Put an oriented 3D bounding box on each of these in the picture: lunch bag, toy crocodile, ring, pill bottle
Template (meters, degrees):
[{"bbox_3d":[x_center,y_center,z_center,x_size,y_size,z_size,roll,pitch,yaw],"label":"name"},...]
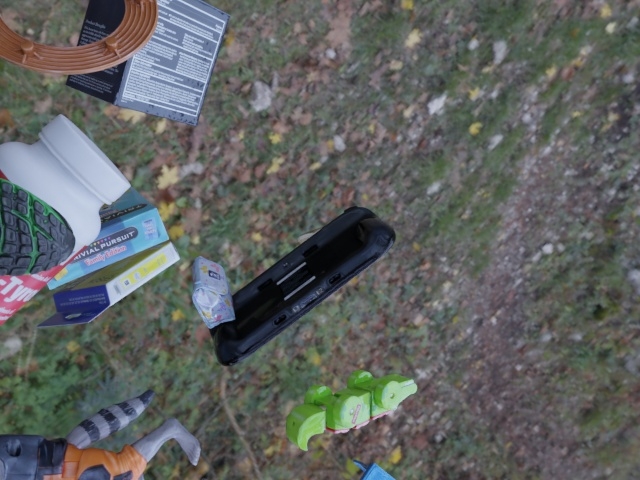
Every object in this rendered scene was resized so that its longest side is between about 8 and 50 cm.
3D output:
[{"bbox_3d":[-0.159,0.072,1.013,0.053,0.071,0.083,-22,127,4],"label":"lunch bag"},{"bbox_3d":[0.073,0.350,1.480,0.341,0.115,0.105,-8,100,-44],"label":"toy crocodile"},{"bbox_3d":[-0.466,-0.434,1.262,0.337,0.336,0.032,-36,163,-28],"label":"ring"},{"bbox_3d":[-0.543,-0.021,1.218,0.408,0.229,0.229,-43,162,-4],"label":"pill bottle"}]

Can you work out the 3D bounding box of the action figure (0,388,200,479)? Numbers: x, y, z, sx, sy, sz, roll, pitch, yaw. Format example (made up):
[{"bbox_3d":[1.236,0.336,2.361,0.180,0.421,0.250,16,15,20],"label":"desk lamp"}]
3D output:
[{"bbox_3d":[-0.367,0.295,0.873,0.330,0.178,0.341,2,163,-38],"label":"action figure"}]

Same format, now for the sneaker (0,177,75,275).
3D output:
[{"bbox_3d":[-0.506,-0.053,0.997,0.146,0.344,0.134,-46,156,-79],"label":"sneaker"}]

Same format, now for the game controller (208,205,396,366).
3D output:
[{"bbox_3d":[-0.032,0.065,1.044,0.319,0.166,0.067,-37,118,0],"label":"game controller"}]

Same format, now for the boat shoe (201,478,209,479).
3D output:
[{"bbox_3d":[-0.110,0.260,0.670,0.065,0.083,0.183,-23,-171,-15],"label":"boat shoe"}]

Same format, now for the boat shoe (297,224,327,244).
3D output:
[{"bbox_3d":[0.000,0.000,1.670,0.063,0.059,0.170,-20,180,-29],"label":"boat shoe"}]

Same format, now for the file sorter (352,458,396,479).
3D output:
[{"bbox_3d":[0.055,0.419,1.001,0.170,0.118,0.104,-52,-173,-18],"label":"file sorter"}]

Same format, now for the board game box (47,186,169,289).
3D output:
[{"bbox_3d":[-0.504,-0.026,1.535,0.254,0.336,0.079,-25,114,-19],"label":"board game box"}]

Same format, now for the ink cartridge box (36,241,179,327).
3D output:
[{"bbox_3d":[-0.574,0.117,1.845,0.304,0.072,0.307,-10,-162,44],"label":"ink cartridge box"}]

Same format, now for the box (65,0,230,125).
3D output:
[{"bbox_3d":[-0.404,-0.458,1.666,0.296,0.183,0.293,3,109,-62],"label":"box"}]
